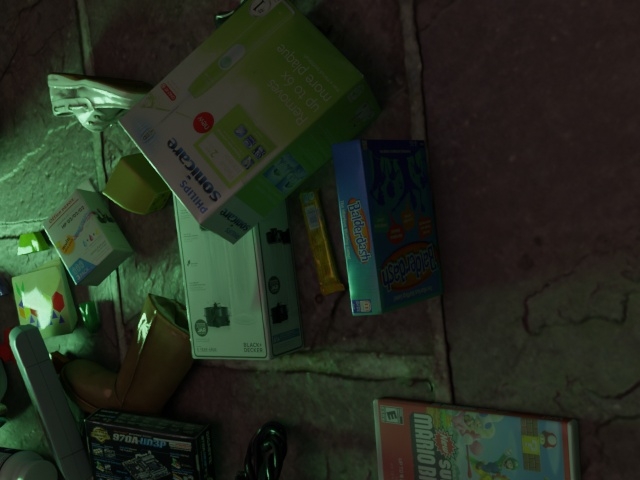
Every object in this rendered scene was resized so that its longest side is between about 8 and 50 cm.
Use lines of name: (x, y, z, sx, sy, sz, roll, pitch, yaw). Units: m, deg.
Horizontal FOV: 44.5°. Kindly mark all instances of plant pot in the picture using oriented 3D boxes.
plant pot: (-0.300, -0.090, 1.324, 0.083, 0.081, 0.081, 42, 118, 13)

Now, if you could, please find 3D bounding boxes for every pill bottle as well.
pill bottle: (-0.636, 0.487, 1.621, 0.193, 0.108, 0.108, -5, 93, 36)

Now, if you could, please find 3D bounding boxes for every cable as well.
cable: (-0.087, 0.364, 1.189, 0.047, 0.184, 0.151, 26, 102, -14)

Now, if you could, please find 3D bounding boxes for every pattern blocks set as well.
pattern blocks set: (-0.554, 0.125, 1.567, 0.324, 0.026, 0.286, -2, 95, 37)

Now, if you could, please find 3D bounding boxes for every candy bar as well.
candy bar: (0.000, 0.000, 1.149, 0.040, 0.018, 0.162, -16, 86, 33)

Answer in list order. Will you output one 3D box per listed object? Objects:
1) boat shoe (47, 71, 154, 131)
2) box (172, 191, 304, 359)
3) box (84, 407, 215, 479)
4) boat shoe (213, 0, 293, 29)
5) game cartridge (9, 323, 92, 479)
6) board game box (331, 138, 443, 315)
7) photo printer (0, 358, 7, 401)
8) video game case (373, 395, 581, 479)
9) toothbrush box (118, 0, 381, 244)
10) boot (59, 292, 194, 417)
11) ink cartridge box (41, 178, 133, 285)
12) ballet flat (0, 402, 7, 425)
boat shoe: (-0.379, -0.235, 1.357, 0.277, 0.098, 0.096, 16, 105, 44)
box: (-0.127, 0.033, 1.204, 0.169, 0.087, 0.290, -7, 92, 36)
box: (-0.290, 0.387, 1.338, 0.220, 0.051, 0.175, 3, 107, 19)
boat shoe: (-0.088, -0.359, 1.137, 0.206, 0.075, 0.065, -36, 77, 38)
game cartridge: (-0.508, 0.302, 1.464, 0.198, 0.062, 0.297, -6, 104, 69)
board game box: (0.089, -0.021, 0.994, 0.047, 0.160, 0.210, -6, 93, 36)
photo printer: (-0.814, 0.265, 1.726, 0.256, 0.107, 0.308, -32, 77, 34)
video game case: (0.201, 0.321, 1.036, 0.285, 0.025, 0.204, -2, 95, 36)
toothbrush box: (-0.094, -0.170, 1.066, 0.283, 0.122, 0.206, -41, 69, 5)
boot: (-0.331, 0.202, 1.381, 0.236, 0.089, 0.270, 34, 116, 15)
ink cartridge box: (-0.433, -0.019, 1.426, 0.104, 0.061, 0.181, -41, 71, 15)
ballet flat: (-0.796, 0.394, 1.597, 0.483, 0.164, 0.182, -43, 68, 36)
